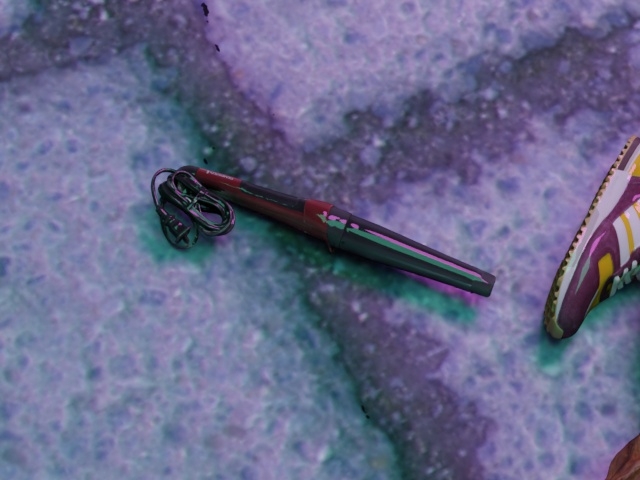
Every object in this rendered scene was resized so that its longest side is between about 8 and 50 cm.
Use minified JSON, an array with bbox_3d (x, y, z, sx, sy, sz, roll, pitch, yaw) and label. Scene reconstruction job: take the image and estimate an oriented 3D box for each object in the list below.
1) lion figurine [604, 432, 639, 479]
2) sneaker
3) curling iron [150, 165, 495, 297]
[{"bbox_3d":[0.299,0.111,1.319,0.240,0.142,0.392,8,59,-5],"label":"lion figurine"},{"bbox_3d":[0.239,0.006,1.387,0.084,0.069,0.185,27,68,6],"label":"sneaker"},{"bbox_3d":[0.000,0.000,1.378,0.274,0.035,0.068,15,70,0],"label":"curling iron"}]
